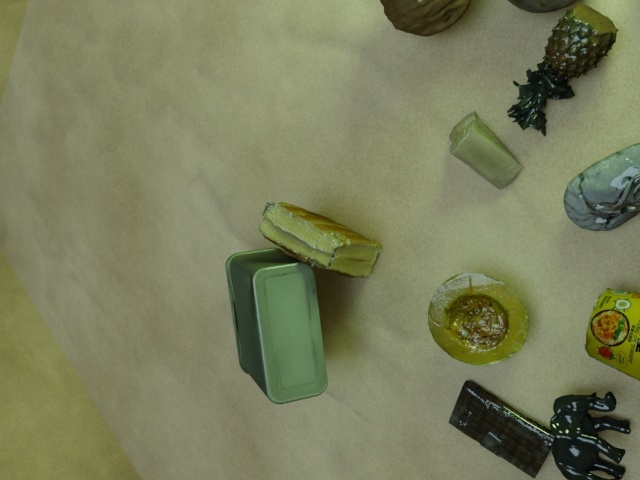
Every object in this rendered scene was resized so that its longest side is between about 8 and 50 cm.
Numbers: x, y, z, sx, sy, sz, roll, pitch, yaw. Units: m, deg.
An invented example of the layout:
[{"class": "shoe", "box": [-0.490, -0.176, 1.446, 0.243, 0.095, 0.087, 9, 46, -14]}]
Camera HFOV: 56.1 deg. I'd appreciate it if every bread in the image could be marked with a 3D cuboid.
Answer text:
[{"class": "bread", "box": [0.000, 0.000, 1.490, 0.239, 0.246, 0.111, 27, 97, 31]}, {"class": "bread", "box": [0.360, -0.197, 1.316, 0.152, 0.105, 0.077, 36, 124, -10]}]

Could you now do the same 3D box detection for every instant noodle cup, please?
[{"class": "instant noodle cup", "box": [0.592, 0.175, 1.124, 0.144, 0.182, 0.182, 18, 110, 43]}]

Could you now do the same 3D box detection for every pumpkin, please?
[{"class": "pumpkin", "box": [0.359, 0.169, 1.348, 0.217, 0.110, 0.217, 5, 101, 24]}]

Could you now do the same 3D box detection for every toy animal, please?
[{"class": "toy animal", "box": [0.548, 0.409, 1.233, 0.146, 0.114, 0.245, 12, 106, 35]}]

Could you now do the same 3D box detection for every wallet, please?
[{"class": "wallet", "box": [0.414, 0.432, 1.387, 0.230, 0.042, 0.124, 29, 112, 29]}]

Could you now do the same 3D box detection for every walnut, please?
[{"class": "walnut", "box": [0.227, -0.532, 1.241, 0.213, 0.213, 0.213, 8, 104, 36]}]

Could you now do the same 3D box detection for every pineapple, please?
[{"class": "pineapple", "box": [0.457, -0.326, 1.174, 0.125, 0.125, 0.251, 46, 133, 21]}]

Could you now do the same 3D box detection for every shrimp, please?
[{"class": "shrimp", "box": [0.602, -0.116, 1.087, 0.343, 0.116, 0.145, -36, 77, 44]}]

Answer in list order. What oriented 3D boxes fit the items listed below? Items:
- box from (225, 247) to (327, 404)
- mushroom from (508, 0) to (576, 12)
[{"class": "box", "box": [-0.119, 0.208, 1.576, 0.344, 0.177, 0.352, -171, 73, -72]}, {"class": "mushroom", "box": [0.415, -0.498, 1.081, 0.207, 0.207, 0.215, -27, 39, 38]}]
